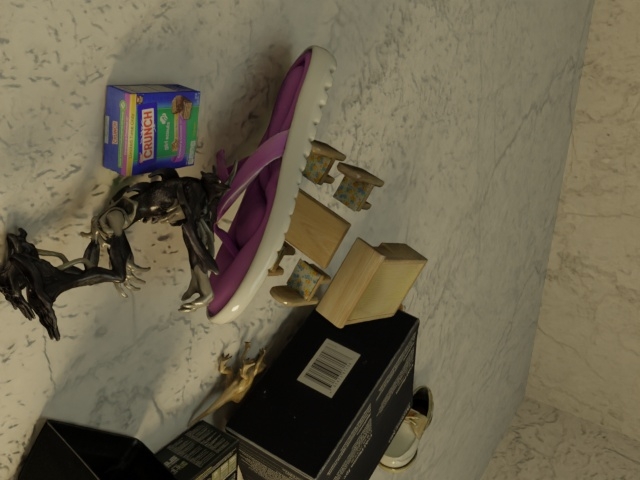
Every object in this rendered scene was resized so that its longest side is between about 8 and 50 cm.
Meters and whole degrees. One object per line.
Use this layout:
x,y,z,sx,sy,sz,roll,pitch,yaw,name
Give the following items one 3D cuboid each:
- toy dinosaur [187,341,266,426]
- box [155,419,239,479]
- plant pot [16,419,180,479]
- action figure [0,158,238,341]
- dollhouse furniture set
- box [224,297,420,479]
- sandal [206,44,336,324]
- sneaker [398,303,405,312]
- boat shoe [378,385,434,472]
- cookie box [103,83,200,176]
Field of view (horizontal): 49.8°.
-0.129,0.221,1.080,0.183,0.053,0.093,-37,138,-47,toy dinosaur
-0.207,0.380,1.012,0.180,0.077,0.147,-30,132,-51,box
-0.261,0.343,0.805,0.167,0.188,0.187,-53,150,-6,plant pot
-0.190,0.007,0.737,0.275,0.164,0.141,-30,114,-38,action figure
0.000,0.000,0.947,0.161,0.242,0.212,3,120,-61,dollhouse furniture set
0.018,0.313,1.239,0.343,0.179,0.312,-50,151,-33,box
-0.089,-0.087,0.883,0.169,0.102,0.416,-38,-149,55,sandal
0.185,0.192,1.643,0.037,0.032,0.083,13,96,-62,sneaker
0.224,0.490,1.828,0.302,0.113,0.103,-40,140,-60,boat shoe
-0.188,-0.125,0.773,0.107,0.040,0.092,-21,125,-54,cookie box
